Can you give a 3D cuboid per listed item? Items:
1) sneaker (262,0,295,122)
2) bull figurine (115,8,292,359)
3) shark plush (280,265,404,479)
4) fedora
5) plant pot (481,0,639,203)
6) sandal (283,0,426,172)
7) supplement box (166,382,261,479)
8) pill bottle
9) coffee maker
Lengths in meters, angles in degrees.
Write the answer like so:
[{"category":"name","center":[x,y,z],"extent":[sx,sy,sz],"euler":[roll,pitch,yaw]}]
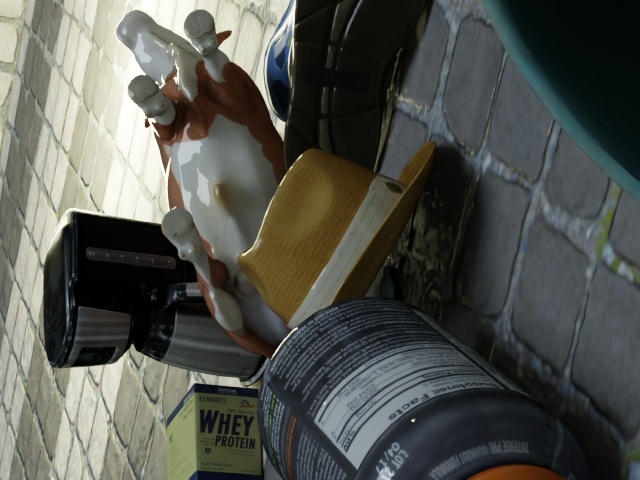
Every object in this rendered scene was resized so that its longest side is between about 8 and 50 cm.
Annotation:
[{"category":"sneaker","center":[-0.005,-0.150,1.261],"extent":[0.059,0.053,0.144],"euler":[-119,40,-56]},{"category":"bull figurine","center":[-0.078,-0.060,1.242],"extent":[0.188,0.101,0.310],"euler":[54,-168,-74]},{"category":"shark plush","center":[0.026,0.095,1.058],"extent":[0.073,0.067,0.161],"euler":[-106,30,-48]},{"category":"fedora","center":[0.000,0.000,1.053],"extent":[0.194,0.079,0.194],"euler":[-59,1,1]},{"category":"plant pot","center":[0.167,-0.157,0.477],"extent":[0.235,0.293,0.293],"euler":[-91,16,-69]},{"category":"sandal","center":[0.025,-0.135,1.162],"extent":[0.060,0.090,0.219],"euler":[-73,-7,-66]},{"category":"supplement box","center":[-0.088,0.172,1.361],"extent":[0.083,0.056,0.083],"euler":[128,144,-55]},{"category":"pill bottle","center":[0.059,0.123,0.869],"extent":[0.245,0.130,0.130],"euler":[-140,59,-67]},{"category":"coffee maker","center":[-0.133,0.032,1.358],"extent":[0.171,0.178,0.120],"euler":[-105,31,-47]}]
